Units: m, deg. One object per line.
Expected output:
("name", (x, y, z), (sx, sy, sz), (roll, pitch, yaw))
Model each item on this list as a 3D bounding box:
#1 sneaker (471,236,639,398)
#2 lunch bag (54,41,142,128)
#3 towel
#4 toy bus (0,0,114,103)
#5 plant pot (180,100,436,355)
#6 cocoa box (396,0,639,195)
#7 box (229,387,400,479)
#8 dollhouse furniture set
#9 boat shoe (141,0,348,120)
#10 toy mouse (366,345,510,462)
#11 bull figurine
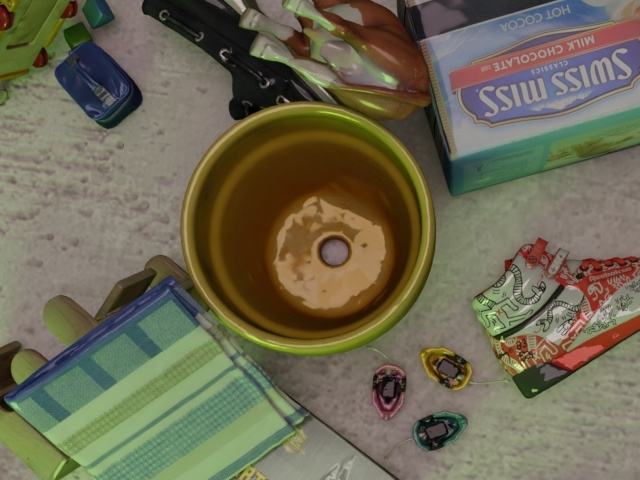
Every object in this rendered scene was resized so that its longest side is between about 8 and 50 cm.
("sneaker", (0.297, 0.043, 1.450), (0.270, 0.090, 0.145), (-33, 82, 4))
("lunch bag", (-0.263, -0.186, 1.565), (0.067, 0.065, 0.098), (-43, 80, 0))
("towel", (-0.158, 0.170, 1.357), (0.209, 0.285, 0.034), (-36, 44, 3))
("toy bus", (-0.360, -0.261, 1.525), (0.202, 0.191, 0.104), (-31, 78, 2))
("plant pot", (0.000, 0.000, 1.418), (0.254, 0.239, 0.254), (-1, 82, 7))
("cocoa box", (0.272, -0.211, 1.416), (0.347, 0.231, 0.228), (-15, 81, 4))
("box", (-0.039, 0.283, 1.475), (0.231, 0.056, 0.183), (37, 88, 10))
("dollhouse furniture set", (-0.273, 0.116, 1.455), (0.161, 0.212, 0.242), (40, 113, 11))
("boat shoe", (-0.074, -0.191, 1.516), (0.340, 0.127, 0.113), (44, 102, 4))
("toy mouse", (0.108, 0.184, 1.484), (0.161, 0.031, 0.143), (26, 86, 10))
("bull figurine", (0.019, -0.202, 1.349), (0.188, 0.310, 0.101), (22, 101, -18))
